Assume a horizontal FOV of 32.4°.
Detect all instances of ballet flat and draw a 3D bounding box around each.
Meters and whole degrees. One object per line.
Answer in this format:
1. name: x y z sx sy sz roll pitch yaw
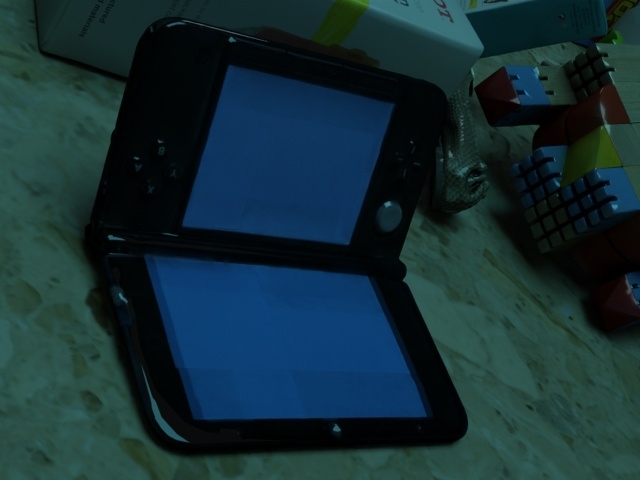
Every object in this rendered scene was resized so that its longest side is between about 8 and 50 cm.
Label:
1. ballet flat: 0.147 -0.116 1.157 0.058 0.084 0.249 5 40 3

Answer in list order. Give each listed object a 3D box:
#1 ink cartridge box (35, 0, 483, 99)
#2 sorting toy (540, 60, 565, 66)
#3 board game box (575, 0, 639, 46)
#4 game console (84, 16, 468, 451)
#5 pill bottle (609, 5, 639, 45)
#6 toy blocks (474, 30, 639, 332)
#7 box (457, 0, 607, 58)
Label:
1. ink cartridge box: -0.068 -0.263 1.064 0.385 0.160 0.279 15 39 -32
2. sorting toy: 0.436 -0.208 1.519 0.208 0.038 0.193 -6 30 -24
3. board game box: 0.574 -0.421 1.750 0.302 0.308 0.086 7 45 -38
4. game console: 0.000 0.000 0.806 0.293 0.250 0.173 6 18 -40
5. pill bottle: 0.570 -0.272 1.718 0.246 0.136 0.136 19 37 -27
6. toy blocks: 0.316 -0.059 1.161 0.261 0.191 0.381 -8 71 -41
7. box: 0.199 -0.257 1.264 0.100 0.244 0.060 -73 150 -55
